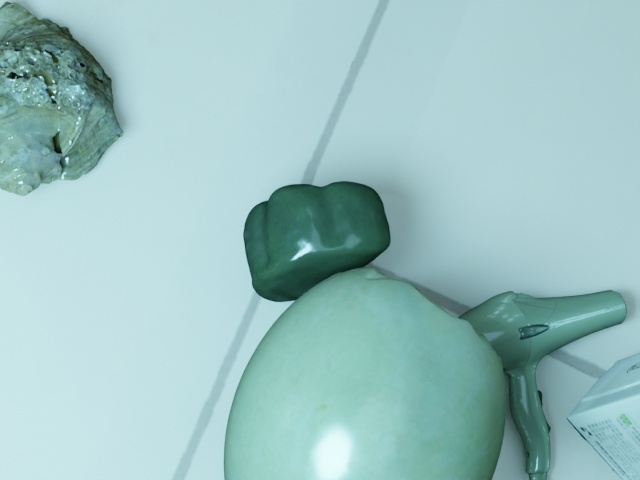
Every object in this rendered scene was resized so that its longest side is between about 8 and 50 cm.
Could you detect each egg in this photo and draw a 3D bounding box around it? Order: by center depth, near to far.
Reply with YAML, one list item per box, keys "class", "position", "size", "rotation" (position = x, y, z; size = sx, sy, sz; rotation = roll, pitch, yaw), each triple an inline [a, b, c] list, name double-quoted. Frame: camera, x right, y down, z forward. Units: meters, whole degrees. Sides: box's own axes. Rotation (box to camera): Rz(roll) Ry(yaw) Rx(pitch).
- class: "egg"
  position: [0.039, 0.208, 1.746]
  size: [0.278, 0.278, 0.336]
  rotation: [26, 77, -4]

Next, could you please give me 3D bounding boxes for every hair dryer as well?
- class: "hair dryer"
  position: [0.267, 0.141, 1.925]
  size: [0.219, 0.088, 0.225]
  rotation: [-34, 98, -21]

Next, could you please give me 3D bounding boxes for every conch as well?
- class: "conch"
  position: [-0.308, -0.157, 1.863]
  size: [0.178, 0.163, 0.245]
  rotation: [18, 50, -40]

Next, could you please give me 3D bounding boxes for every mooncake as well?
- class: "mooncake"
  position: [0.000, 0.000, 1.849]
  size: [0.168, 0.175, 0.104]
  rotation: [16, 61, -47]

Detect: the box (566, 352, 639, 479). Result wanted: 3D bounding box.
- class: "box"
  position: [0.420, 0.236, 1.843]
  size: [0.111, 0.194, 0.260]
  rotation: [-42, 94, -25]
